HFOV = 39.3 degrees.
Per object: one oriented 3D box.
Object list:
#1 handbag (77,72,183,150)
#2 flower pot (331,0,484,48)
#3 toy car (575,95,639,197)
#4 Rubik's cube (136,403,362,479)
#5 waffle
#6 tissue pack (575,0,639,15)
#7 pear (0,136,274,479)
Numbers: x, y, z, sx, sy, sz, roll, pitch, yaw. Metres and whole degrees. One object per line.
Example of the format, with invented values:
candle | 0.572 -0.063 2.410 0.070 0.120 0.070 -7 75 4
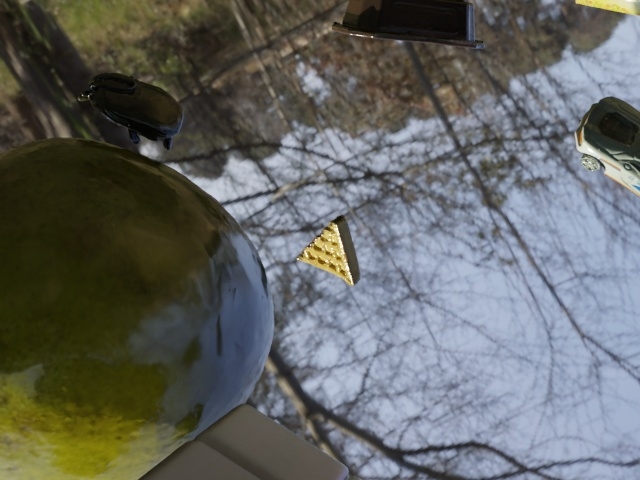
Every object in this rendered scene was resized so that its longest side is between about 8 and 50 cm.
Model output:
handbag | -0.198 -0.143 0.947 0.047 0.111 0.072 -28 -131 50
flower pot | 0.155 -0.390 1.554 0.251 0.084 0.179 1 -164 -16
toy car | 0.405 -0.095 1.092 0.095 0.205 0.056 -54 177 -21
Rubik's cube | -0.047 0.350 0.565 0.322 0.316 0.319 -62 168 16
waffle | 0.000 0.000 1.190 0.023 0.097 0.152 -27 -156 -23
tissue pack | 0.455 -0.377 1.279 0.176 0.095 0.062 25 -120 34
pear | -0.224 0.077 0.858 0.352 0.352 0.413 -14 179 42
